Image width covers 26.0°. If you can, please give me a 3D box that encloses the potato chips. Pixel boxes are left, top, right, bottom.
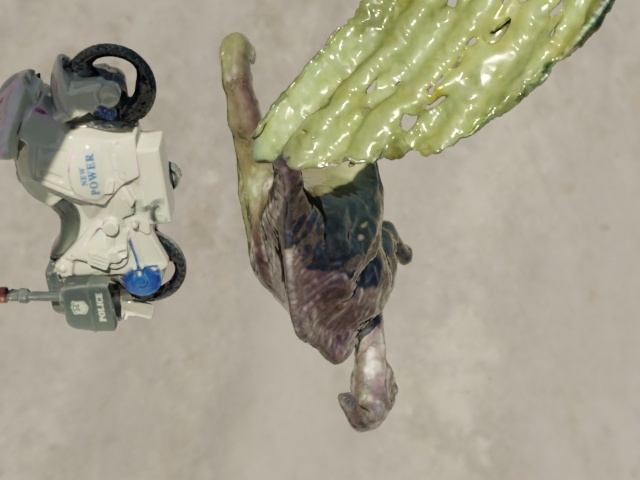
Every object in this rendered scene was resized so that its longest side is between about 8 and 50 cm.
[{"bbox_3d":[0.059,-0.092,0.558,0.092,0.207,0.028,41,9,10],"label":"potato chips"}]

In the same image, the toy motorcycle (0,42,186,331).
[{"bbox_3d":[-0.178,-0.035,0.988,0.102,0.150,0.221,-89,174,-58],"label":"toy motorcycle"}]

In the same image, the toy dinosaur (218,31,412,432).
[{"bbox_3d":[0.008,-0.001,0.842,0.294,0.077,0.162,52,32,-46],"label":"toy dinosaur"}]
